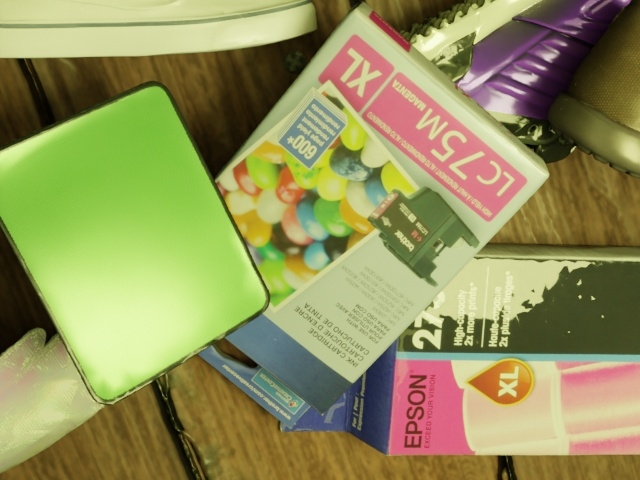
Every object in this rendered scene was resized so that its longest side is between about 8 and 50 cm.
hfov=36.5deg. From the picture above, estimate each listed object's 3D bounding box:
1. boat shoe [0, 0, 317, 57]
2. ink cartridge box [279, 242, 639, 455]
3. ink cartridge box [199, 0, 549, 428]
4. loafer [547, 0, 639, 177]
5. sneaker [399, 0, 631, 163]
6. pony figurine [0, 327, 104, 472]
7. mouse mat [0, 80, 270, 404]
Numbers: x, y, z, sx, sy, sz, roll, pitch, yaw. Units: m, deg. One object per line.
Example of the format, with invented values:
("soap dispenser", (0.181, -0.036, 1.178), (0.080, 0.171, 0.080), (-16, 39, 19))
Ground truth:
("boat shoe", (-0.131, -0.182, 0.719), (0.258, 0.095, 0.084), (-4, 106, -9))
("ink cartridge box", (0.154, 0.092, 0.834), (0.370, 0.069, 0.176), (2, 101, -6))
("ink cartridge box", (0.000, 0.000, 0.744), (0.185, 0.065, 0.311), (39, 110, -6))
("loafer", (0.348, -0.101, 0.738), (0.365, 0.134, 0.130), (4, 117, -31))
("sneaker", (0.189, -0.143, 0.776), (0.293, 0.102, 0.146), (-24, 103, 4))
("pony figurine", (-0.315, 0.102, 0.641), (0.351, 0.363, 0.303), (-36, 111, -12))
("mouse mat", (-0.132, -0.001, 0.677), (0.152, 0.007, 0.190), (-30, 101, -26))
